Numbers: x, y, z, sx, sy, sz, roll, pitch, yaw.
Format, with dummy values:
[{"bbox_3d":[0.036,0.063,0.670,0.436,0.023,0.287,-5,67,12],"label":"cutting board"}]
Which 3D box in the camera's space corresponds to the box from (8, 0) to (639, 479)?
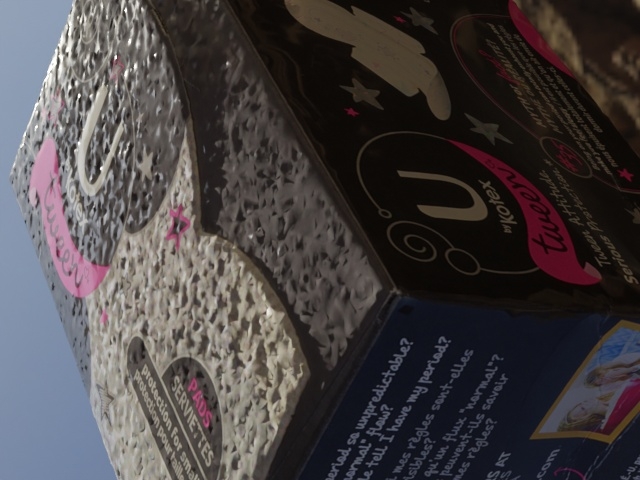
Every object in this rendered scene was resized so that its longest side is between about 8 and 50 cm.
[{"bbox_3d":[0.000,0.000,0.535,0.142,0.163,0.247,6,-143,-31],"label":"box"}]
